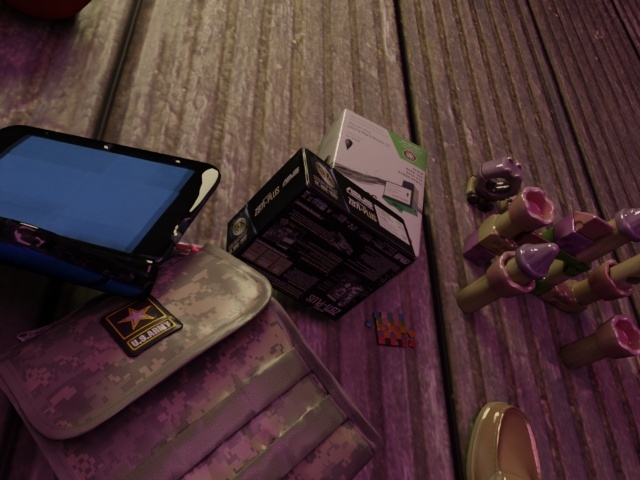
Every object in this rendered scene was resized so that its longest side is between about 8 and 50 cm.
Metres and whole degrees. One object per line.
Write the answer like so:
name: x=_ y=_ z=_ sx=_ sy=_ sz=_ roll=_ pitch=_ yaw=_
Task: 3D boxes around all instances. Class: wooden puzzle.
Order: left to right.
wooden puzzle: x=0.101 y=0.126 z=0.755 sx=0.083 sy=0.006 sz=0.050 roll=10 pitch=57 yaw=-25

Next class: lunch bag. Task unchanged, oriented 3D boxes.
lunch bag: x=-0.125 y=0.156 z=0.496 sx=0.235 sy=0.169 sz=0.287 roll=-32 pitch=79 yaw=-33

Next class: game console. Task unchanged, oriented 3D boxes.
game console: x=-0.279 y=-0.064 z=0.485 sx=0.292 sy=0.250 sz=0.174 roll=12 pitch=77 yaw=11

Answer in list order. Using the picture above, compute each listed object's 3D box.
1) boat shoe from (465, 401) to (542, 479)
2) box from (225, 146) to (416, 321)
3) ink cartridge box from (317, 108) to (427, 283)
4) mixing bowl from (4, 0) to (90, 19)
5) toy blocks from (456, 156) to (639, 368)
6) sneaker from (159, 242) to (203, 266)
boat shoe: x=0.248 y=0.341 z=0.645 sx=0.109 sy=0.098 sz=0.303 roll=24 pitch=52 yaw=-15
box: x=0.000 y=0.000 z=0.649 sx=0.180 sy=0.147 sz=0.078 roll=31 pitch=31 yaw=-30
ink cartridge box: x=0.068 y=-0.067 z=0.800 sx=0.160 sy=0.092 sz=0.220 roll=23 pitch=52 yaw=-15
mixing bowl: x=-0.384 y=-0.375 z=0.728 sx=0.181 sy=0.098 sz=0.182 roll=15 pitch=56 yaw=-23
toy blocks: x=0.410 y=-0.006 z=0.851 sx=0.288 sy=0.260 sz=0.309 roll=27 pitch=51 yaw=-12
sneaker: x=-0.142 y=0.048 z=0.632 sx=0.157 sy=0.061 sz=0.065 roll=13 pitch=62 yaw=-22
